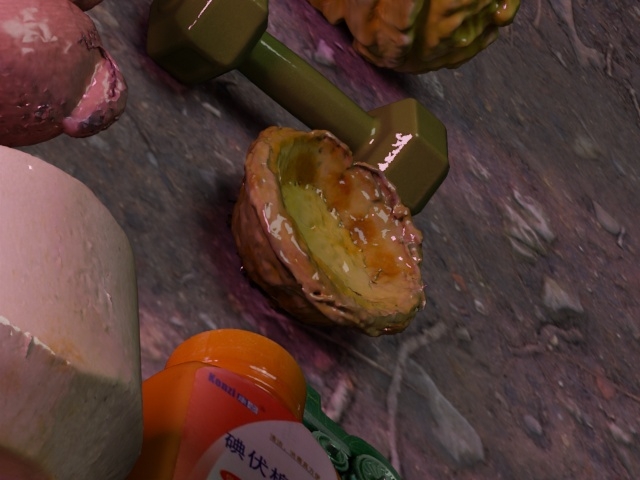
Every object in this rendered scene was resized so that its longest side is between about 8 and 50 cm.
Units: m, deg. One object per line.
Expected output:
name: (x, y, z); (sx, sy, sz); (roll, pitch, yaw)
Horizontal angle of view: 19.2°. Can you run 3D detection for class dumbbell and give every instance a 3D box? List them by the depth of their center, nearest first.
dumbbell: (-0.017, -0.132, 1.670); (0.302, 0.121, 0.108); (37, 58, -26)

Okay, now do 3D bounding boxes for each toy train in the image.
toy train: (0.025, 0.187, 1.390); (0.178, 0.071, 0.104); (41, 18, -18)

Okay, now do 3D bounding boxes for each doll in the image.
doll: (-0.232, -0.189, 1.341); (0.201, 0.156, 0.303); (8, 57, -10)

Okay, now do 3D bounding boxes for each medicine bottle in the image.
medicine bottle: (-0.069, 0.162, 1.220); (0.149, 0.112, 0.222); (41, 29, -20)

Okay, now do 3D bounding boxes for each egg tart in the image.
egg tart: (0.000, 0.001, 1.552); (0.213, 0.090, 0.212); (35, 31, -25)

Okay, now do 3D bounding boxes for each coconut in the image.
coconut: (-0.203, 0.057, 1.035); (0.241, 0.241, 0.241); (37, 30, -26)

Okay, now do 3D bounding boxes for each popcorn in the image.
popcorn: (0.087, -0.286, 1.926); (0.212, 0.259, 0.259); (-28, 80, -48)
